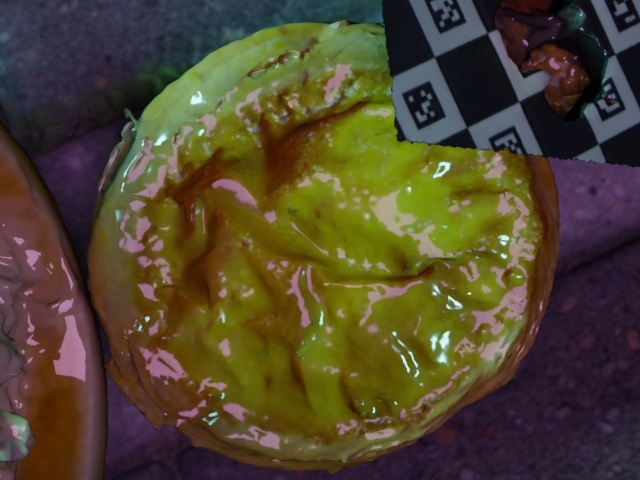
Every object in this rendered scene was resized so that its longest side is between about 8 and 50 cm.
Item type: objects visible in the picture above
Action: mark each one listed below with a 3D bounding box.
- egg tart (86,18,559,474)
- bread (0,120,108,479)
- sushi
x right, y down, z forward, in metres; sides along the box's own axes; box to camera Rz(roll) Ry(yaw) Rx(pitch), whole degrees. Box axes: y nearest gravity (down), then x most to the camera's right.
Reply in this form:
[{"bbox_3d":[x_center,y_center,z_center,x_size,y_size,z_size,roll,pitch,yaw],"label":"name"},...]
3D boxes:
[{"bbox_3d":[0.001,0.000,1.279,0.341,0.132,0.341,-3,101,-15],"label":"egg tart"},{"bbox_3d":[-0.294,0.066,1.116,0.245,0.329,0.424,-20,133,11],"label":"bread"},{"bbox_3d":[0.125,-0.190,1.242,0.264,0.050,0.290,4,76,-33],"label":"sushi"}]
